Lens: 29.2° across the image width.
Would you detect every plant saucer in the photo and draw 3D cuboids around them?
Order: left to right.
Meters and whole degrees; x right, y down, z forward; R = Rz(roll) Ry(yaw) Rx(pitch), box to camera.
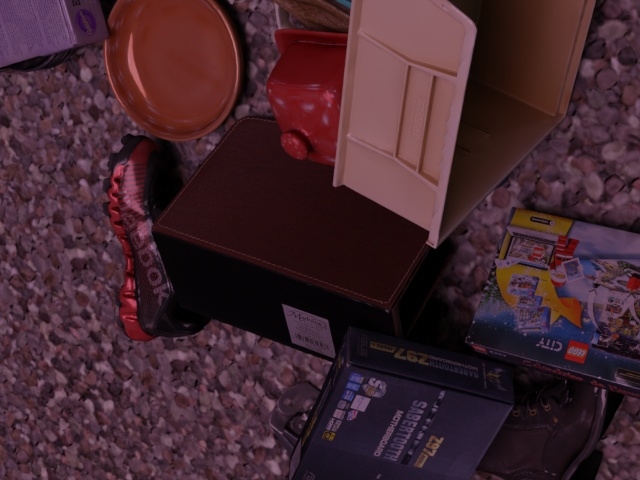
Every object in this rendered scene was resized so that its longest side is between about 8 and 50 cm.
[{"bbox_3d":[-0.174,-0.220,1.485,0.200,0.037,0.200,9,110,27],"label":"plant saucer"}]

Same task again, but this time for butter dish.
[{"bbox_3d":[0.004,-0.132,1.299,0.160,0.118,0.160,15,141,43],"label":"butter dish"}]

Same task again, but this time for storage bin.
[{"bbox_3d":[0.143,-0.181,1.140,0.123,0.262,0.260,29,138,23],"label":"storage bin"}]

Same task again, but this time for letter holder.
[{"bbox_3d":[0.000,0.000,1.408,0.302,0.214,0.152,18,146,24],"label":"letter holder"}]

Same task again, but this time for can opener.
[{"bbox_3d":[0.057,0.283,1.513,0.283,0.076,0.095,36,153,15],"label":"can opener"}]

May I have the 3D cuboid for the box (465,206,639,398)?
[{"bbox_3d":[0.284,0.067,1.258,0.233,0.044,0.159,14,75,26],"label":"box"}]

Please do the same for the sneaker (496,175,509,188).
[{"bbox_3d":[0.149,-0.115,1.327,0.053,0.059,0.144,-44,93,3],"label":"sneaker"}]

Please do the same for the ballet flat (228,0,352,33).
[{"bbox_3d":[-0.038,-0.290,1.356,0.342,0.116,0.124,37,140,11],"label":"ballet flat"}]

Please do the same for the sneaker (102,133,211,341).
[{"bbox_3d":[-0.193,0.002,1.535,0.135,0.098,0.276,8,112,28],"label":"sneaker"}]

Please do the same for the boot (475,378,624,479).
[{"bbox_3d":[0.207,0.180,1.365,0.229,0.091,0.263,23,118,22],"label":"boot"}]

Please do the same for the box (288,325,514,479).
[{"bbox_3d":[0.082,0.208,1.327,0.183,0.059,0.232,15,131,-10],"label":"box"}]

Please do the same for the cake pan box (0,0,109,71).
[{"bbox_3d":[-0.393,-0.342,1.534,0.246,0.070,0.266,-8,102,43],"label":"cake pan box"}]
